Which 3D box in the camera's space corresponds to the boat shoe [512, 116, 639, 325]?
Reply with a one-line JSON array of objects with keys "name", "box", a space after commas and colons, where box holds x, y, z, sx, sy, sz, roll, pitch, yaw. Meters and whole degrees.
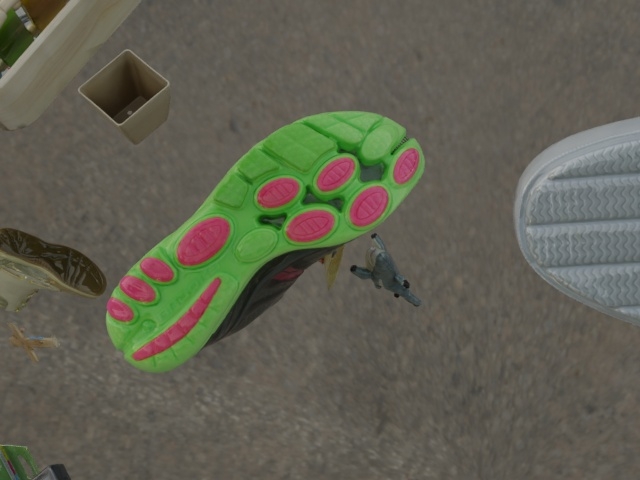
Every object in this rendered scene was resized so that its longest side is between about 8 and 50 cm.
[{"name": "boat shoe", "box": [0.246, -0.012, 0.518, 0.302, 0.094, 0.109, 2, 107, 5]}]

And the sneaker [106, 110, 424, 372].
[{"name": "sneaker", "box": [-0.079, -0.010, 1.431, 0.482, 0.202, 0.185, -34, 87, 4]}]

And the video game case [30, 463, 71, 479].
[{"name": "video game case", "box": [-0.377, 0.466, 1.349, 0.275, 0.035, 0.248, -39, 69, 16]}]

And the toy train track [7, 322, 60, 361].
[{"name": "toy train track", "box": [-0.273, 0.095, 1.016, 0.083, 0.048, 0.014, -4, 31, 46]}]

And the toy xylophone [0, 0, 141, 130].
[{"name": "toy xylophone", "box": [-0.265, -0.247, 1.049, 0.081, 0.236, 0.323, 38, 73, 6]}]

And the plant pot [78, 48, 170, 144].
[{"name": "plant pot", "box": [-0.305, -0.220, 1.707, 0.109, 0.096, 0.109, 40, 73, 24]}]

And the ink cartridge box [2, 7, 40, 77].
[{"name": "ink cartridge box", "box": [-0.496, -0.365, 1.672, 0.092, 0.160, 0.219, 11, 105, 22]}]

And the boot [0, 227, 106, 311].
[{"name": "boot", "box": [-0.503, 0.076, 1.899, 0.213, 0.165, 0.077, 25, 45, -14]}]

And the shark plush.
[{"name": "shark plush", "box": [0.110, 0.064, 1.658, 0.067, 0.161, 0.073, 17, 56, 46]}]

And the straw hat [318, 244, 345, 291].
[{"name": "straw hat", "box": [0.000, 0.000, 1.566, 0.061, 0.144, 0.145, 13, 78, 7]}]

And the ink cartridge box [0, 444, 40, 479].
[{"name": "ink cartridge box", "box": [-0.595, 0.413, 1.850, 0.209, 0.109, 0.062, -1, 33, 22]}]
